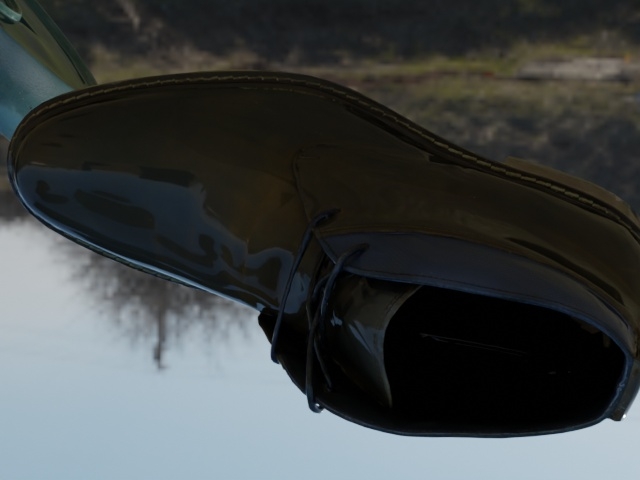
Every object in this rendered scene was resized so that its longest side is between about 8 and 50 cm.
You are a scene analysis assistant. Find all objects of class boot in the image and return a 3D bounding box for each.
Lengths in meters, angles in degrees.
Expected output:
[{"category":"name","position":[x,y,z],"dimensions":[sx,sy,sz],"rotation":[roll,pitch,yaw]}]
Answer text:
[{"category":"boot","position":[0.000,0.000,0.446],"dimensions":[0.219,0.082,0.106],"rotation":[11,-163,3]}]

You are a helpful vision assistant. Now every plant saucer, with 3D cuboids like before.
[{"category":"plant saucer","position":[-0.236,-0.166,0.921],"dimensions":[0.044,0.317,0.317],"rotation":[-41,-178,3]}]
